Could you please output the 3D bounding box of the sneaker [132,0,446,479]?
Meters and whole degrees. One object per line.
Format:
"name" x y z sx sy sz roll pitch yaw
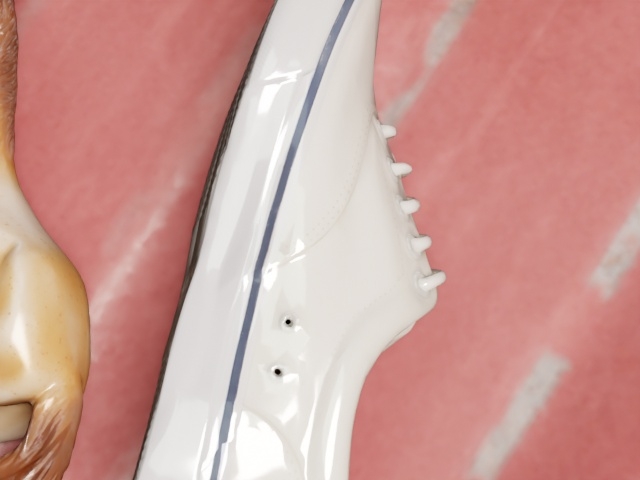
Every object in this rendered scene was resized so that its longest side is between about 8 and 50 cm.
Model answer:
"sneaker" 0.000 0.000 0.655 0.091 0.094 0.258 16 78 -7

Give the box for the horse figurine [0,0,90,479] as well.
"horse figurine" -0.158 0.016 0.682 0.174 0.066 0.263 -29 67 7
